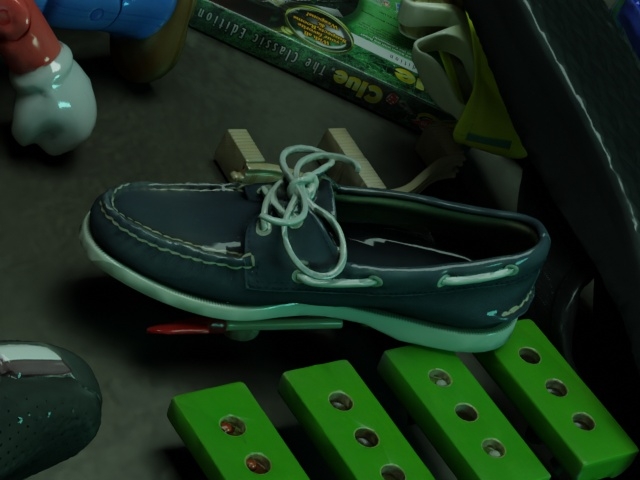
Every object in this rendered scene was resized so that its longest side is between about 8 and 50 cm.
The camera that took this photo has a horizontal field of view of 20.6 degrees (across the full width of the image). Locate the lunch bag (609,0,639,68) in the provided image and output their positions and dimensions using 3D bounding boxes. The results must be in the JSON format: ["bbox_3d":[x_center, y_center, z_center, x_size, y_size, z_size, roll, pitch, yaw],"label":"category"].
[{"bbox_3d":[0.323,-0.127,1.386,0.176,0.090,0.219,11,40,-25],"label":"lunch bag"}]

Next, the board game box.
[{"bbox_3d":[0.001,-0.160,1.262,0.259,0.030,0.136,25,34,-6],"label":"board game box"}]

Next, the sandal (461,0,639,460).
[{"bbox_3d":[0.176,0.006,1.082,0.167,0.107,0.446,12,51,-50],"label":"sandal"}]

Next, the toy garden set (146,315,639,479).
[{"bbox_3d":[0.020,0.083,0.967,0.244,0.049,0.204,-9,46,-34],"label":"toy garden set"}]

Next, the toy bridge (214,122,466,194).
[{"bbox_3d":[0.020,-0.044,1.136,0.188,0.026,0.063,-5,49,-37],"label":"toy bridge"}]

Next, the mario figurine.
[{"bbox_3d":[-0.237,-0.144,1.039,0.198,0.170,0.320,10,7,40],"label":"mario figurine"}]

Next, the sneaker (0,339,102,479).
[{"bbox_3d":[-0.187,0.148,0.714,0.281,0.106,0.162,-16,59,-36],"label":"sneaker"}]

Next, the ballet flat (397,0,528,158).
[{"bbox_3d":[0.096,-0.145,1.229,0.077,0.077,0.231,-2,46,-13],"label":"ballet flat"}]

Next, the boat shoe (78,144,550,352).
[{"bbox_3d":[0.000,0.000,0.952,0.254,0.079,0.095,13,39,-10],"label":"boat shoe"}]
